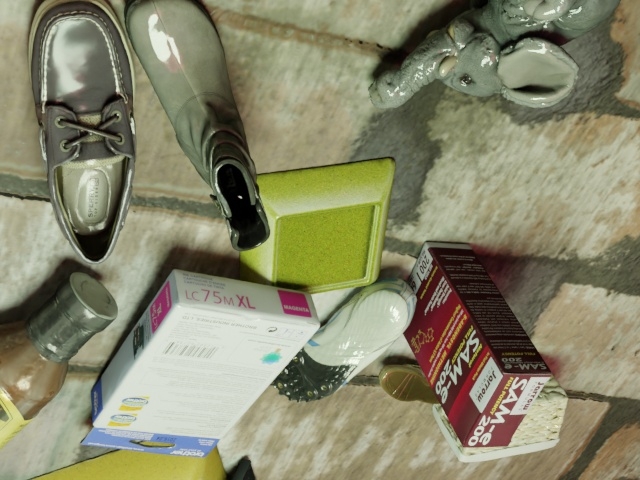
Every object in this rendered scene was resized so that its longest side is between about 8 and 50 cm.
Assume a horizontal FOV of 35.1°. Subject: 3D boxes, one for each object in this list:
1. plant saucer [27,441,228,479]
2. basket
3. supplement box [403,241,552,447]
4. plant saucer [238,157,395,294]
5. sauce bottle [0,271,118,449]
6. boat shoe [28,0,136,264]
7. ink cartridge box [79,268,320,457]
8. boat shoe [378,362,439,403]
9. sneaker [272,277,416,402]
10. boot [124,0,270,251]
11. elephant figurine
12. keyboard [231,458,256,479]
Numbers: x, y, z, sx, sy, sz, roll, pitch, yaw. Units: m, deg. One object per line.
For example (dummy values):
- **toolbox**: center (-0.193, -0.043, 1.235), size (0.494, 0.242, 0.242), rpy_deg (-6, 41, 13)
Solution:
- **plant saucer**: center (-0.276, 0.439, 1.437), size (0.333, 0.081, 0.332), rpy_deg (-17, 131, -8)
- **basket**: center (0.267, 0.243, 1.494), size (0.167, 0.113, 0.103), rpy_deg (-5, 126, -20)
- **supplement box**: center (0.181, 0.125, 1.262), size (0.073, 0.239, 0.130), rpy_deg (3, 127, -26)
- **plant saucer**: center (0.000, 0.000, 1.210), size (0.188, 0.045, 0.188), rpy_deg (-9, 131, -17)
- **sauce bottle**: center (-0.371, 0.169, 1.153), size (0.344, 0.111, 0.111), rpy_deg (-44, 132, 14)
- **boat shoe**: center (-0.225, -0.100, 0.991), size (0.103, 0.092, 0.285), rpy_deg (-7, 131, -18)
- **ink cartridge box**: center (-0.158, 0.161, 1.245), size (0.186, 0.065, 0.311), rpy_deg (12, 132, -30)
- **boat shoe**: center (0.128, 0.199, 1.438), size (0.135, 0.045, 0.050), rpy_deg (23, 106, -40)
- **sneaker**: center (0.033, 0.134, 1.323), size (0.237, 0.085, 0.086), rpy_deg (-39, 175, 24)
- **boot**: center (-0.105, -0.115, 0.982), size (0.084, 0.161, 0.246), rpy_deg (-24, 134, -3)
- **elephant figurine**: center (0.195, -0.217, 1.056), size (0.169, 0.186, 0.239), rpy_deg (-46, 167, -46)
- **keyboard**: center (-0.139, 0.393, 1.419), size (0.023, 0.180, 0.108), rpy_deg (14, 144, 17)
